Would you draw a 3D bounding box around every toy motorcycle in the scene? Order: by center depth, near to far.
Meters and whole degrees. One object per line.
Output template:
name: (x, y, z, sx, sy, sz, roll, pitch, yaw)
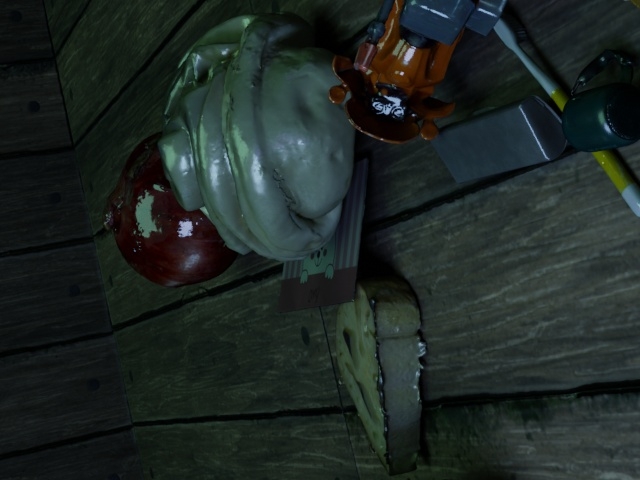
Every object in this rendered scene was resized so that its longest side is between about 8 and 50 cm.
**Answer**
toy motorcycle: (0.104, -0.223, 1.232, 0.325, 0.148, 0.221, 123, 168, -78)

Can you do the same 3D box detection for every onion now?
onion: (-0.249, -0.055, 1.997, 0.276, 0.276, 0.276, 36, 132, 56)

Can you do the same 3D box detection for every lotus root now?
lotus root: (0.079, 0.170, 1.594, 0.170, 0.074, 0.260, 35, 131, 58)

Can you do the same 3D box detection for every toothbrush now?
toothbrush: (0.252, -0.133, 1.168, 0.288, 0.024, 0.021, 61, 152, 31)

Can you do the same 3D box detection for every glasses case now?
glasses case: (0.190, -0.110, 1.261, 0.072, 0.042, 0.190, 50, 158, -12)

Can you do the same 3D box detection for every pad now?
pad: (-0.001, 0.000, 1.685, 0.300, 0.005, 0.202, 165, 113, -68)

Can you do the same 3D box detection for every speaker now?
speaker: (0.265, -0.132, 1.089, 0.075, 0.060, 0.094, -8, 92, 64)

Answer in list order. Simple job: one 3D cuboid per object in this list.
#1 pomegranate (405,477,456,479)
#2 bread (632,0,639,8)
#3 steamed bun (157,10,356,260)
pomegranate: (0.113, 0.437, 1.353, 0.332, 0.332, 0.332, 36, 132, 56)
bread: (0.301, -0.242, 0.932, 0.147, 0.127, 0.152, 44, 121, 51)
steamed bun: (-0.105, -0.146, 1.628, 0.339, 0.247, 0.352, 109, 154, -42)
